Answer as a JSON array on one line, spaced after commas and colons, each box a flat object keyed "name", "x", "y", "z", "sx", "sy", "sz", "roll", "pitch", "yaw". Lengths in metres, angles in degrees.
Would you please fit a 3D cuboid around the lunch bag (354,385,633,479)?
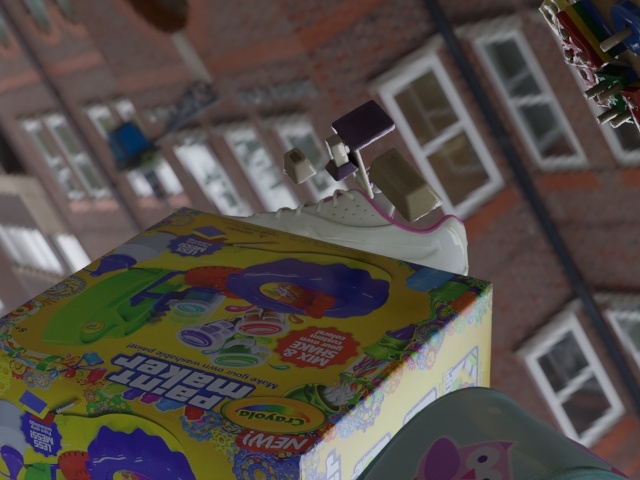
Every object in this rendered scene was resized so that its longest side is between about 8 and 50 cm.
[{"name": "lunch bag", "x": 0.088, "y": 0.213, "z": 0.577, "sx": 0.224, "sy": 0.279, "sz": 0.108, "roll": -50, "pitch": -149, "yaw": -6}]

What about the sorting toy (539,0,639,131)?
[{"name": "sorting toy", "x": 0.237, "y": -0.143, "z": 1.189, "sx": 0.046, "sy": 0.132, "sz": 0.274, "roll": -33, "pitch": -162, "yaw": -8}]

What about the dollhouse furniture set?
[{"name": "dollhouse furniture set", "x": 0.040, "y": -0.032, "z": 1.172, "sx": 0.091, "sy": 0.081, "sz": 0.114, "roll": -32, "pitch": -129, "yaw": -10}]

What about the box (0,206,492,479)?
[{"name": "box", "x": -0.061, "y": 0.129, "z": 1.106, "sx": 0.290, "sy": 0.177, "sz": 0.279, "roll": 13, "pitch": -151, "yaw": 28}]

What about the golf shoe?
[{"name": "golf shoe", "x": 0.000, "y": 0.000, "z": 1.458, "sx": 0.115, "sy": 0.306, "sz": 0.140, "roll": -127, "pitch": -126, "yaw": -86}]
